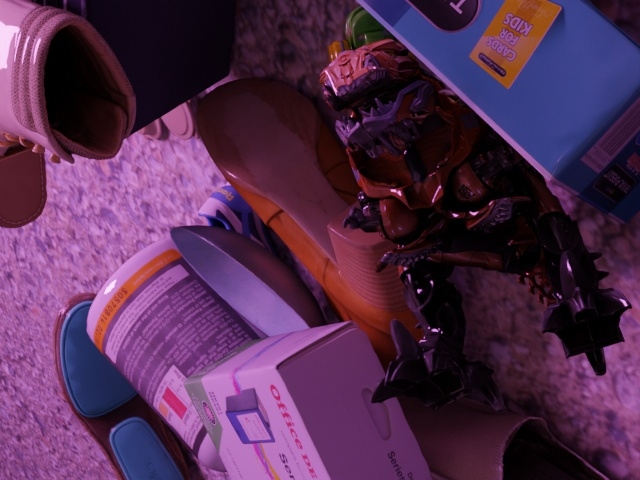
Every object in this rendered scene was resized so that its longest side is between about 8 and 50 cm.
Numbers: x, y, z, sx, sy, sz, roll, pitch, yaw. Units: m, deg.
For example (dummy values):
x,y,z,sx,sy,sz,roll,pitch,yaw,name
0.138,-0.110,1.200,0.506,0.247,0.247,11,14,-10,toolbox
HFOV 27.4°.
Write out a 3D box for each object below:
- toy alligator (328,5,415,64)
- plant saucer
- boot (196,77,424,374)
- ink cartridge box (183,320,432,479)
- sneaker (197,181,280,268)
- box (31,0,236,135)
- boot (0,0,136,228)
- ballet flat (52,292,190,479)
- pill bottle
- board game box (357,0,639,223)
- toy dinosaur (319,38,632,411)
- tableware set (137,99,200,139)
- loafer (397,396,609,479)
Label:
x,y,z,sx,sy,sz,roll,pitch,yaw,name
0.033,-0.145,0.969,0.190,0.056,0.051,-121,22,-83,toy alligator
-0.055,0.041,1.221,0.195,0.037,0.195,37,166,11,plant saucer
0.001,0.000,1.155,0.295,0.104,0.211,44,161,41,boot
-0.016,0.163,1.139,0.212,0.093,0.154,-18,99,60,ink cartridge box
-0.080,0.011,1.313,0.053,0.059,0.144,6,124,50,sneaker
-0.222,-0.284,1.114,0.294,0.183,0.296,42,148,21,box
-0.232,-0.091,1.058,0.203,0.095,0.262,27,137,35,boot
-0.272,0.211,1.748,0.342,0.116,0.124,66,168,-22,ballet flat
-0.100,0.138,1.360,0.278,0.162,0.162,45,148,19,pill bottle
0.066,-0.158,0.781,0.336,0.079,0.254,45,-169,18,board game box
0.111,-0.015,0.870,0.164,0.322,0.218,-38,53,38,toy dinosaur
-0.180,-0.165,1.329,0.168,0.020,0.141,3,119,55,tableware set
0.151,0.185,1.118,0.268,0.102,0.092,26,137,27,loafer
